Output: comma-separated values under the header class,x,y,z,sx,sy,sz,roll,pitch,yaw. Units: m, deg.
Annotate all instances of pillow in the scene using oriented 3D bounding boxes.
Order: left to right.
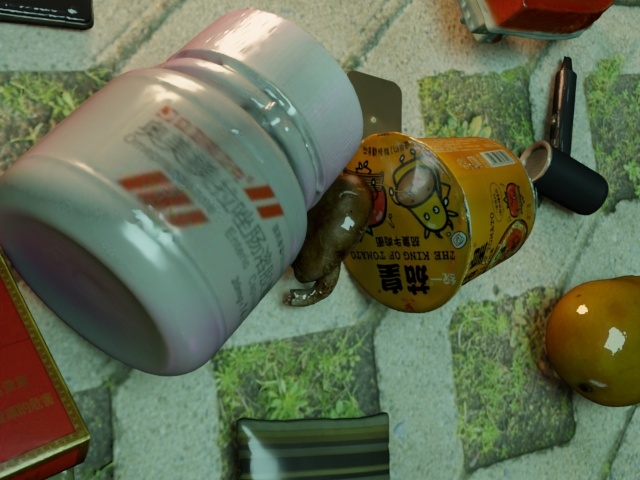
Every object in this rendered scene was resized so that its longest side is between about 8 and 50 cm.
class,x,y,z,sx,sy,sz,roll,pitch,yaw
pillow,-0.004,0.301,0.976,0.208,0.052,0.212,6,78,-32

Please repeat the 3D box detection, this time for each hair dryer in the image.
class,x,y,z,sx,sy,sz,roll,pitch,yaw
hair dryer,0.374,-0.167,1.302,0.128,0.070,0.255,27,62,-23

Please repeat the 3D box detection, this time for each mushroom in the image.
class,x,y,z,sx,sy,sz,roll,pitch,yaw
mushroom,-0.002,0.000,1.005,0.080,0.135,0.170,20,99,-10

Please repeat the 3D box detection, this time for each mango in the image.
class,x,y,z,sx,sy,sz,roll,pitch,yaw
mango,0.420,0.139,1.211,0.254,0.139,0.175,-4,88,-37

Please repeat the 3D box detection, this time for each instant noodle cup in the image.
class,x,y,z,sx,sy,sz,roll,pitch,yaw
instant noodle cup,0.145,-0.035,1.060,0.172,0.216,0.216,-16,87,-41

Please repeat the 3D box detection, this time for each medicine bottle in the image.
class,x,y,z,sx,sy,sz,roll,pitch,yaw
medicine bottle,-0.126,-0.056,0.867,0.256,0.256,0.325,48,58,-12

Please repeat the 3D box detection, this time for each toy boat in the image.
class,x,y,z,sx,sy,sz,roll,pitch,yaw
toy boat,0.317,-0.355,1.280,0.332,0.133,0.145,-15,82,-42

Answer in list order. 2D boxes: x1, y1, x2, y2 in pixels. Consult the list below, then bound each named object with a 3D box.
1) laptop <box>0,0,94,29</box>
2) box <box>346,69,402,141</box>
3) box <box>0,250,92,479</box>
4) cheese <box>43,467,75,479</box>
class,x,y,z,sx,sy,sz,roll,pitch,yaw
laptop,-0.326,-0.335,0.950,0.154,0.026,0.207,-1,79,-30
box,0.061,-0.151,1.130,0.091,0.031,0.126,9,74,-28
box,-0.325,0.116,0.775,0.153,0.074,0.240,-22,68,-28
cheese,-0.257,0.319,0.803,0.175,0.091,0.202,-38,100,-32
